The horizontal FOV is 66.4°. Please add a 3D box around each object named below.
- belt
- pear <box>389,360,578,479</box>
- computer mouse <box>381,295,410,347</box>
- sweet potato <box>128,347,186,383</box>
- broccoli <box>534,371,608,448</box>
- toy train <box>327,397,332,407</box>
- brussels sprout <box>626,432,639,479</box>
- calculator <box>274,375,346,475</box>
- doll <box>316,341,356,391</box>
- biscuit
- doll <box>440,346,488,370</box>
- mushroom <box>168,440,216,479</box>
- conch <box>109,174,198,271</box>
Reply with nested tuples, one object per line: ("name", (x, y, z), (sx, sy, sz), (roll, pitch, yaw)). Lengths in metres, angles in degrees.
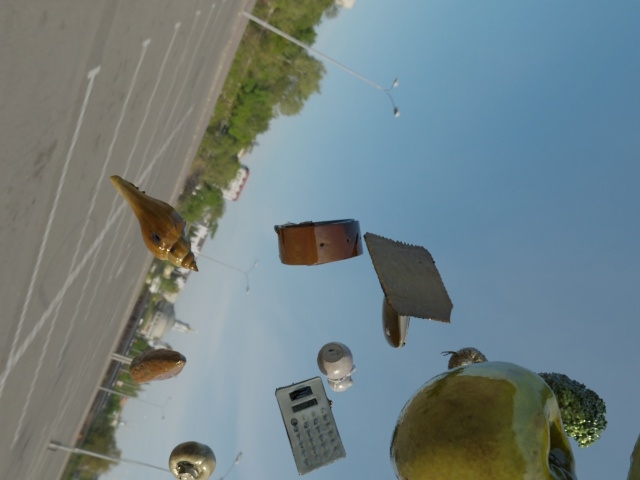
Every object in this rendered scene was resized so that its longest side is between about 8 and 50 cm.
("belt", (0.000, 0.000, 1.166), (0.184, 0.261, 0.105), (-4, -86, 32))
("pear", (0.263, 0.356, 0.817), (0.304, 0.304, 0.304), (-58, -163, 29))
("computer mouse", (0.284, 0.243, 1.825), (0.158, 0.072, 0.310), (163, -64, -75))
("sweet potato", (-0.446, 0.345, 1.358), (0.252, 0.097, 0.097), (-18, -135, 38))
("broccoli", (0.656, 0.482, 1.399), (0.260, 0.288, 0.235), (-28, -113, 8))
("toy train", (-0.002, 0.617, 1.792), (0.103, 0.064, 0.044), (-36, -120, -3))
("brussels sprout", (0.589, 0.380, 0.744), (0.210, 0.219, 0.271), (127, -23, -55))
("calculator", (-0.032, 0.557, 1.495), (0.021, 0.161, 0.261), (123, -50, -61))
("doll", (0.068, 0.521, 1.969), (0.287, 0.151, 0.151), (78, 18, -49))
("biscuit", (0.216, 0.088, 1.159), (0.013, 0.232, 0.237), (-48, -138, 35))
("doll", (0.401, 0.344, 1.303), (0.105, 0.221, 0.115), (-48, -129, 2))
("mushroom", (-0.451, 0.784, 1.713), (0.166, 0.166, 0.127), (-56, -170, 34))
("conch", (-0.411, -0.044, 1.201), (0.109, 0.330, 0.093), (-44, 179, 16))
